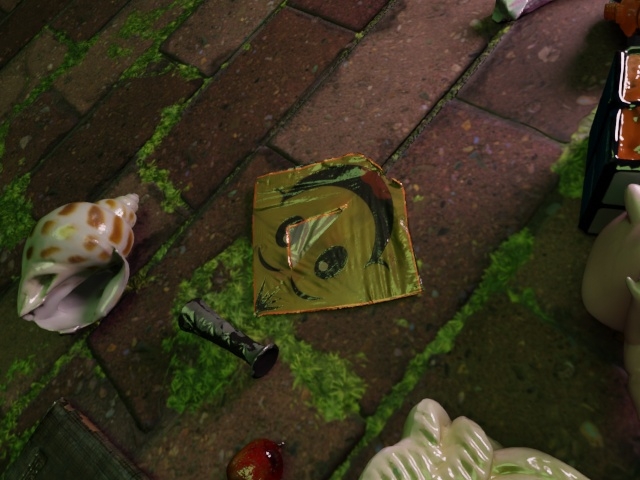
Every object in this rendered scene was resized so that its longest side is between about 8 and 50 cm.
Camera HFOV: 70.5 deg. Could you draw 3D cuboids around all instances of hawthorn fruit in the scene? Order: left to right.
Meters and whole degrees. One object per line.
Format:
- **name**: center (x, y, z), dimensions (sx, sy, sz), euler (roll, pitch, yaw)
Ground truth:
- **hawthorn fruit**: center (-0.084, 0.303, 0.598), dimensions (0.077, 0.077, 0.077), euler (-8, 63, 17)

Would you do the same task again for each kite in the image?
- **kite**: center (-0.001, -0.001, 0.746), dimensions (0.377, 0.013, 0.327), euler (39, 84, 29)

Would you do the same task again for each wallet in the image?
- **wallet**: center (-0.351, 0.386, 0.673), dimensions (0.316, 0.044, 0.169), euler (23, 76, 29)

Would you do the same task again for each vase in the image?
- **vase**: center (-0.145, 0.149, 0.702), dimensions (0.166, 0.059, 0.059), euler (23, 75, 28)

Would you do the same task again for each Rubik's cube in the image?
- **Rubik's cube**: center (0.431, -0.108, 0.544), dimensions (0.180, 0.167, 0.184), euler (8, 69, 22)

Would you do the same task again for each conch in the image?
- **conch**: center (-0.423, 0.022, 0.815), dimensions (0.275, 0.183, 0.148), euler (-51, 26, -10)

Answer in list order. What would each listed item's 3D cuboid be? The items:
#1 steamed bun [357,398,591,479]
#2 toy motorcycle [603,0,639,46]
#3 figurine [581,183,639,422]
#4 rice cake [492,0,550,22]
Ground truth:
- **steamed bun**: center (0.145, 0.336, 0.431), dimensions (0.267, 0.207, 0.280), euler (28, 51, 30)
- **toy motorcycle**: center (0.600, -0.372, 0.634), dimensions (0.325, 0.148, 0.221), euler (-21, 38, 8)
- **figurine**: center (0.344, 0.091, 0.462), dimensions (0.176, 0.186, 0.288), euler (4, 81, -10)
- **rice cake**: center (0.442, -0.456, 0.777), dimensions (0.290, 0.051, 0.081), euler (-25, 50, 9)
